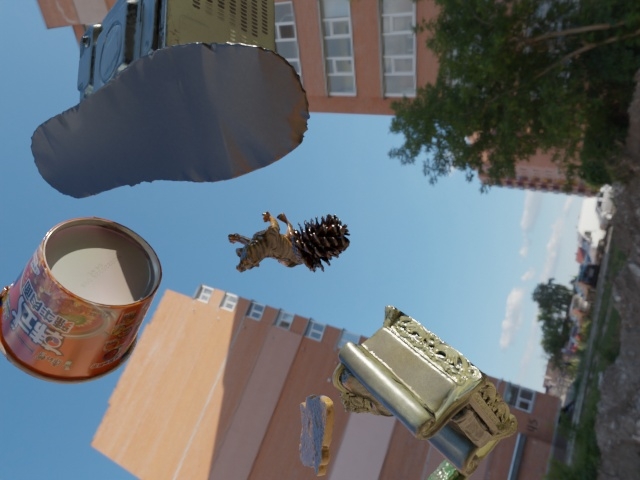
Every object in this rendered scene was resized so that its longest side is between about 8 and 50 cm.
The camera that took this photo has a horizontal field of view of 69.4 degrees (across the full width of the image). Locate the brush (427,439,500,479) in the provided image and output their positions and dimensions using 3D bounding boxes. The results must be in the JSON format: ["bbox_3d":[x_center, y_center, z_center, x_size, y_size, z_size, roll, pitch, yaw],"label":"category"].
[{"bbox_3d":[0.308,0.462,0.987,0.282,0.054,0.048,-38,-66,-19],"label":"brush"}]

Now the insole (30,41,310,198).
[{"bbox_3d":[-0.153,-0.093,0.402,0.007,0.327,0.111,-49,-54,-53],"label":"insole"}]

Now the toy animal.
[{"bbox_3d":[-0.076,0.024,0.993,0.114,0.116,0.255,-49,-39,13],"label":"toy animal"}]

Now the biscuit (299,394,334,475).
[{"bbox_3d":[-0.007,0.396,0.961,0.035,0.163,0.250,-4,-42,-20],"label":"biscuit"}]

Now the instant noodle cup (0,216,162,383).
[{"bbox_3d":[-0.412,0.092,0.815,0.192,0.250,0.250,-49,-18,29],"label":"instant noodle cup"}]

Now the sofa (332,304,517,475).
[{"bbox_3d":[0.156,0.259,0.726,0.182,0.200,0.258,-48,-47,-8],"label":"sofa"}]

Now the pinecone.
[{"bbox_3d":[0.000,0.000,0.633,0.083,0.077,0.077,-37,-27,16],"label":"pinecone"}]

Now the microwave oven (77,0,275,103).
[{"bbox_3d":[-0.299,-0.310,0.902,0.247,0.394,0.333,7,-104,-43],"label":"microwave oven"}]
